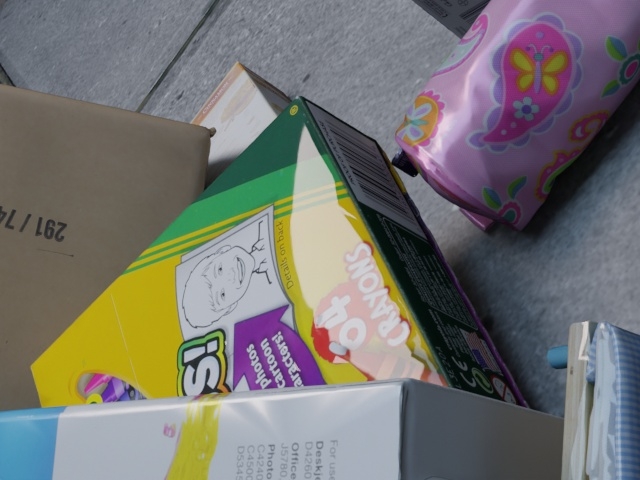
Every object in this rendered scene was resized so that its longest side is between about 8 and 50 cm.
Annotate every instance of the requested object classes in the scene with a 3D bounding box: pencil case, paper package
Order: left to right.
[{"bbox_3d":[-0.278,0.029,1.169,0.168,0.325,0.309,149,128,-61],"label":"paper package"},{"bbox_3d":[0.175,-0.138,0.955,0.284,0.124,0.124,-53,30,6],"label":"pencil case"}]

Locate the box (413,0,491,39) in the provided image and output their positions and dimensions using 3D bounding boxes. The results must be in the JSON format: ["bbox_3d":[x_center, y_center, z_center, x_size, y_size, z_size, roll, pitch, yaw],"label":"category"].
[{"bbox_3d":[0.133,-0.241,1.106,0.072,0.126,0.137,-25,41,44],"label":"box"}]

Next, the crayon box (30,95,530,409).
[{"bbox_3d":[-0.031,0.137,0.907,0.313,0.106,0.363,-43,48,20],"label":"crayon box"}]

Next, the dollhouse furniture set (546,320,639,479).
[{"bbox_3d":[0.178,0.143,0.501,0.198,0.286,0.303,-16,60,49],"label":"dollhouse furniture set"}]

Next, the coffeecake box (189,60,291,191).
[{"bbox_3d":[-0.078,-0.074,1.304,0.142,0.068,0.185,-51,30,12],"label":"coffeecake box"}]

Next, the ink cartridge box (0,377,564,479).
[{"bbox_3d":[-0.013,0.184,0.660,0.270,0.198,0.197,-10,70,37],"label":"ink cartridge box"}]
